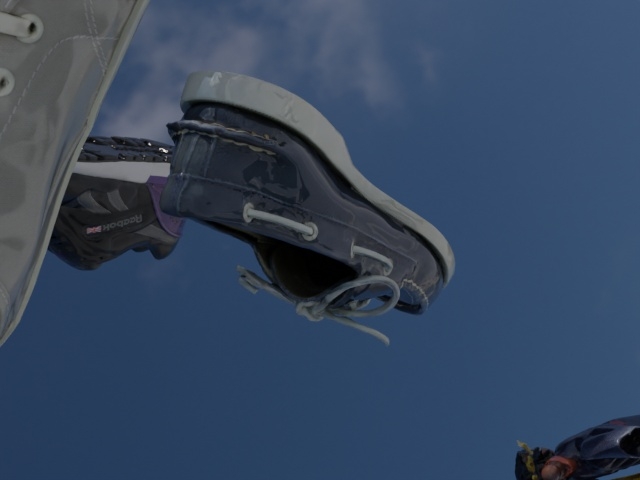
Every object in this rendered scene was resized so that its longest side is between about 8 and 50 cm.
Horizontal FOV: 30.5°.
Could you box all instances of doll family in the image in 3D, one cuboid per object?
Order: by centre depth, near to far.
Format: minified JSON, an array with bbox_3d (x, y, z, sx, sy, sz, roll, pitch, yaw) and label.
[{"bbox_3d":[0.132,0.115,0.539,0.193,0.111,0.076,11,-117,-50],"label":"doll family"}]

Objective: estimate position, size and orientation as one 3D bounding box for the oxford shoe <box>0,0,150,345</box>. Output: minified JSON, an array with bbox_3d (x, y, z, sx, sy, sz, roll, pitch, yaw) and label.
[{"bbox_3d":[-0.189,-0.093,0.596,0.130,0.169,0.449,-71,1,-63],"label":"oxford shoe"}]

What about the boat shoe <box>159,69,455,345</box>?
[{"bbox_3d":[0.000,0.000,0.621,0.254,0.095,0.079,43,-117,-60],"label":"boat shoe"}]

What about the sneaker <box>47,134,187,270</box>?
[{"bbox_3d":[-0.226,-0.029,1.056,0.283,0.107,0.124,2,-74,-45],"label":"sneaker"}]
